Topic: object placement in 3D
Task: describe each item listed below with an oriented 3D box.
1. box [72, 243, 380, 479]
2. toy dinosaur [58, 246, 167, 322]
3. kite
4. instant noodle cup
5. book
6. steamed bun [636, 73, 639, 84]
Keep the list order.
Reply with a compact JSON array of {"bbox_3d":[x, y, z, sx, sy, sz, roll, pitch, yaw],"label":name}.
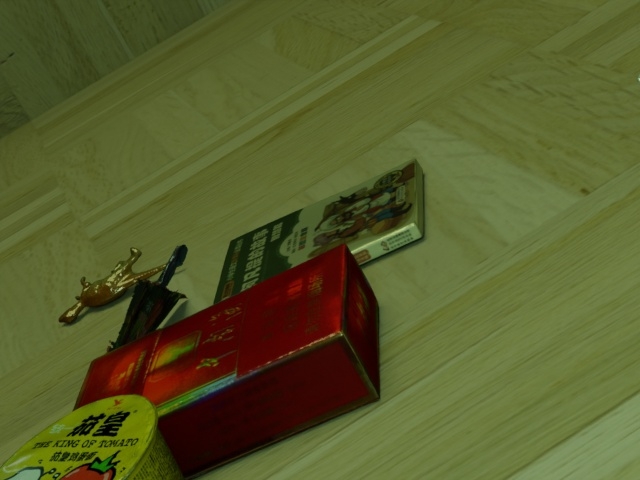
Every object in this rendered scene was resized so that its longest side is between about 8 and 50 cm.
[{"bbox_3d":[-0.097,0.136,1.379,0.313,0.089,0.197,-26,22,13],"label":"box"},{"bbox_3d":[-0.273,0.066,1.858,0.162,0.039,0.126,2,46,46],"label":"toy dinosaur"},{"bbox_3d":[-0.207,0.109,1.576,0.234,0.016,0.321,-62,-5,-4],"label":"kite"},{"bbox_3d":[-0.179,0.242,1.162,0.182,0.144,0.182,-26,22,11],"label":"instant noodle cup"},{"bbox_3d":[0.000,0.000,1.650,0.264,0.027,0.202,-24,22,14],"label":"book"},{"bbox_3d":[0.390,-0.121,1.137,0.200,0.225,0.170,-5,72,33],"label":"steamed bun"}]
